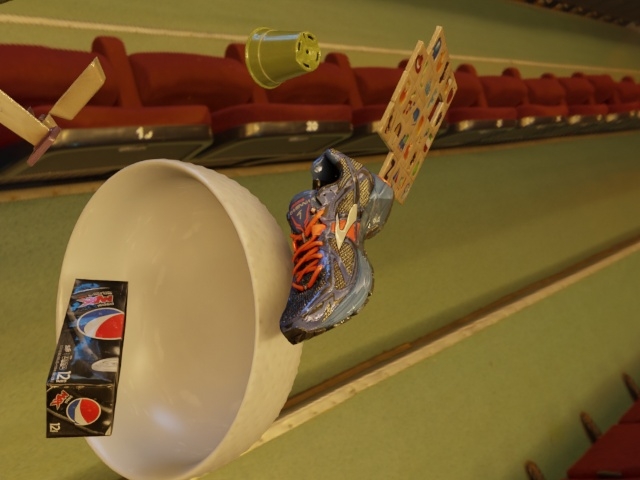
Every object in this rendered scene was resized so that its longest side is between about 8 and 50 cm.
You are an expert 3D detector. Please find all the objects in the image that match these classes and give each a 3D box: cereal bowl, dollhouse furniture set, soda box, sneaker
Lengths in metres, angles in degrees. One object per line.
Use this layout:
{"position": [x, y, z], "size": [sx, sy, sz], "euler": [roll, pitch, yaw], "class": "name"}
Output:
{"position": [-0.145, 0.083, 0.683], "size": [0.141, 0.339, 0.338], "euler": [4, 64, -52], "class": "cereal bowl"}
{"position": [-0.266, -0.149, 0.581], "size": [0.081, 0.114, 0.091], "euler": [41, 11, -27], "class": "dollhouse furniture set"}
{"position": [-0.211, 0.101, 0.567], "size": [0.053, 0.060, 0.169], "euler": [4, 26, -16], "class": "soda box"}
{"position": [0.000, 0.000, 0.557], "size": [0.087, 0.083, 0.221], "euler": [42, 40, -22], "class": "sneaker"}

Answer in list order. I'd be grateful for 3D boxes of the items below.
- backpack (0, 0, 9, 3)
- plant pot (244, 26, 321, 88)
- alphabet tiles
{"position": [-0.461, -0.388, 0.825], "size": [0.188, 0.166, 0.144], "euler": [-17, 109, -18], "class": "backpack"}
{"position": [-0.045, -0.250, 0.826], "size": [0.083, 0.079, 0.083], "euler": [-6, 98, -50], "class": "plant pot"}
{"position": [0.127, -0.161, 0.820], "size": [0.198, 0.009, 0.237], "euler": [-65, 160, 0], "class": "alphabet tiles"}
